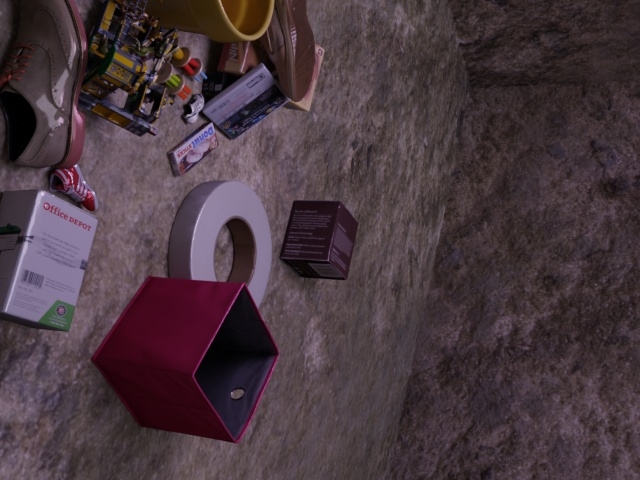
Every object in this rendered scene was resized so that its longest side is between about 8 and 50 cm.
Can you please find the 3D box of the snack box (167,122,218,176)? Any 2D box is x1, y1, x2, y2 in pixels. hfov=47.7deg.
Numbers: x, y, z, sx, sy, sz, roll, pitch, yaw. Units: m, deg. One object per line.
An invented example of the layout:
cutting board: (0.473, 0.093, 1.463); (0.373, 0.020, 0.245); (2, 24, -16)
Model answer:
snack box: (-0.307, -0.223, 1.759); (0.178, 0.022, 0.064); (-53, 137, -49)

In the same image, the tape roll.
tape roll: (-0.246, 0.040, 1.857); (0.392, 0.072, 0.392); (2, 90, -65)

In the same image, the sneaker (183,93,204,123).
sneaker: (-0.306, -0.323, 1.741); (0.037, 0.031, 0.083); (49, 48, -56)

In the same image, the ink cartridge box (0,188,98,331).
ink cartridge box: (-0.503, 0.037, 1.284); (0.160, 0.092, 0.219); (40, 56, -60)

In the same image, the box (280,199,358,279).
box: (0.000, 0.000, 2.260); (0.168, 0.167, 0.203); (47, 50, -56)

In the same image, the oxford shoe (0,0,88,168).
oxford shoe: (-0.490, -0.296, 1.255); (0.130, 0.123, 0.348); (-15, 105, -58)

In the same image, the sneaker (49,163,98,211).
sneaker: (-0.476, -0.094, 1.390); (0.118, 0.042, 0.067); (67, 30, -29)

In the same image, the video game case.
video game case: (-0.187, -0.348, 1.836); (0.022, 0.190, 0.173); (59, 8, 25)

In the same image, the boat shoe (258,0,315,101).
boat shoe: (-0.091, -0.504, 1.766); (0.122, 0.110, 0.341); (-52, 146, -45)

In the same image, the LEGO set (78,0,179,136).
LEGO set: (-0.334, -0.361, 1.415); (0.192, 0.255, 0.331); (26, 53, -34)

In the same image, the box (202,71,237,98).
box: (-0.248, -0.384, 1.823); (0.083, 0.062, 0.052); (21, 73, -63)

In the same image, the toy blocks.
toy blocks: (-0.319, -0.385, 1.684); (0.148, 0.054, 0.123); (39, 57, -60)

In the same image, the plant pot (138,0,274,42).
plant pot: (-0.261, -0.554, 1.575); (0.254, 0.239, 0.254); (2, 90, -65)

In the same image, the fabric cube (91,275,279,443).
fabric cube: (-0.282, 0.257, 1.583); (0.254, 0.258, 0.259); (-65, 147, -40)

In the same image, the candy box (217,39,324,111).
candy box: (-0.123, -0.476, 1.903); (0.316, 0.087, 0.183); (17, 86, -58)
